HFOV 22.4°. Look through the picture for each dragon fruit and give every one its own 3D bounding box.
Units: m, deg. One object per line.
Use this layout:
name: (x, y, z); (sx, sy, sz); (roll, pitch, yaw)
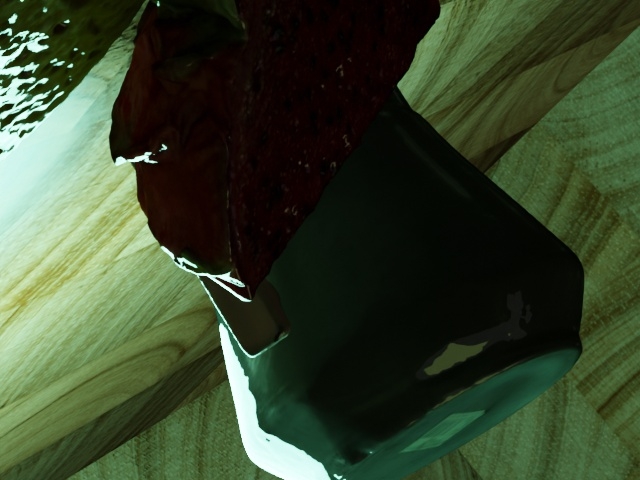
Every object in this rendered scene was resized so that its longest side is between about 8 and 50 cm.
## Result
dragon fruit: (-0.059, -0.143, 1.049); (0.317, 0.152, 0.205); (-55, 144, -38)

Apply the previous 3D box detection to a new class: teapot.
teapot: (0.000, 0.000, 1.288); (0.305, 0.361, 0.376); (-39, 162, 22)

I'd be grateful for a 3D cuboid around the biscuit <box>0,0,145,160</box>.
biscuit: (-0.211, -0.103, 0.810); (0.314, 0.063, 0.367); (-47, 171, 20)
